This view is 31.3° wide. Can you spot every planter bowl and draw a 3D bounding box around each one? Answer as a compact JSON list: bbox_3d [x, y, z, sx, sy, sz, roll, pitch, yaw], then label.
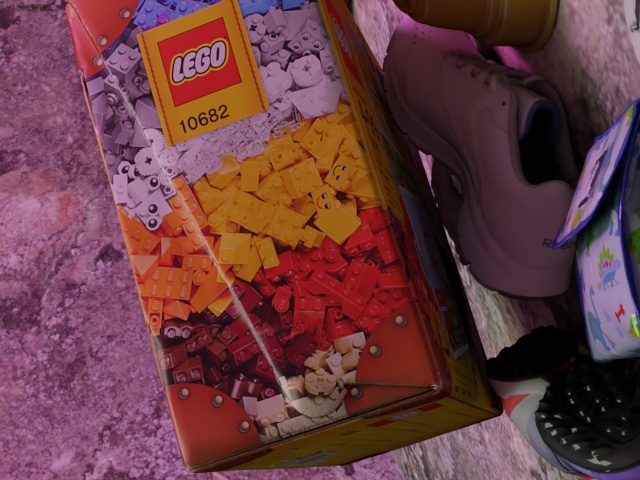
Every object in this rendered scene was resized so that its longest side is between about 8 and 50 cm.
[{"bbox_3d":[0.093,-0.235,0.881,0.217,0.090,0.217,159,90,-82],"label":"planter bowl"}]

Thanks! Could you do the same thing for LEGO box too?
[{"bbox_3d":[0.000,0.000,1.027,0.500,0.193,0.372,36,-144,-73],"label":"LEGO box"}]

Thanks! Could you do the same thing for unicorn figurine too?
[{"bbox_3d":[0.146,-0.026,1.169,0.162,0.060,0.111,89,158,-68],"label":"unicorn figurine"}]

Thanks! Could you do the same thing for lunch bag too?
[{"bbox_3d":[0.205,-0.006,0.720,0.129,0.096,0.151,97,166,-79],"label":"lunch bag"}]

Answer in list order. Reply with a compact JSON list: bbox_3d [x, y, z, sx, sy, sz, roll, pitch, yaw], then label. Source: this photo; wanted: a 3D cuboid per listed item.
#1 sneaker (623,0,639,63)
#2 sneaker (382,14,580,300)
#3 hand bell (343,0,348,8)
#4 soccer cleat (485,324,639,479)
[{"bbox_3d":[0.183,-0.144,0.531,0.106,0.078,0.234,114,137,-83],"label":"sneaker"},{"bbox_3d":[0.145,-0.097,0.933,0.297,0.111,0.129,65,150,33],"label":"sneaker"},{"bbox_3d":[-0.003,-0.265,1.512,0.242,0.126,0.126,121,129,-66],"label":"hand bell"},{"bbox_3d":[0.229,0.154,0.954,0.116,0.108,0.318,59,176,-7],"label":"soccer cleat"}]
